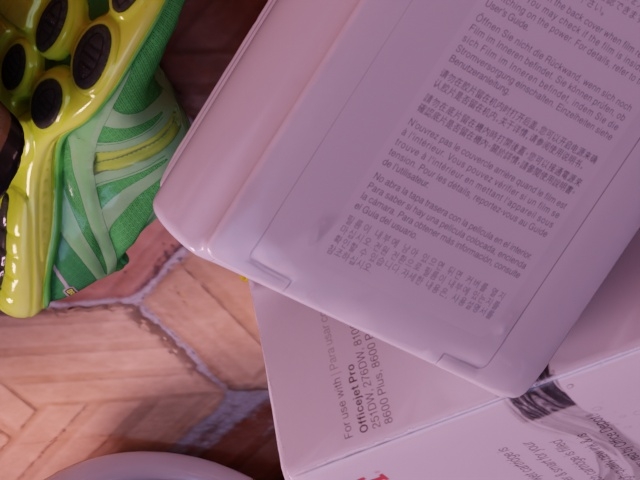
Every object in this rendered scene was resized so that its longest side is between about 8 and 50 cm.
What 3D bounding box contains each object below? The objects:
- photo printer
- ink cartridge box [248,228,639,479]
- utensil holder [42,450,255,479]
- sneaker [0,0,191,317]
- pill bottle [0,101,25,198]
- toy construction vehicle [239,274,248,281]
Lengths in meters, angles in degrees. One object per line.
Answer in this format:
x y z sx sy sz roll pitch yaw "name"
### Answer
0.089 -0.090 1.080 0.256 0.107 0.307 25 103 -31 "photo printer"
0.191 0.067 1.315 0.395 0.166 0.285 -22 150 16 "ink cartridge box"
-0.182 0.395 1.577 0.327 0.328 0.385 11 143 -25 "utensil holder"
-0.130 -0.078 1.157 0.123 0.109 0.295 -17 148 -35 "sneaker"
-0.269 -0.091 1.044 0.123 0.123 0.219 -28 122 24 "pill bottle"
0.000 0.000 1.329 0.086 0.035 0.098 2 146 -32 "toy construction vehicle"
